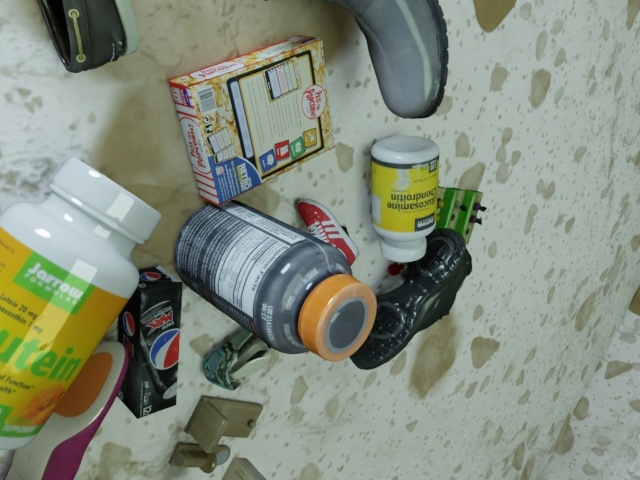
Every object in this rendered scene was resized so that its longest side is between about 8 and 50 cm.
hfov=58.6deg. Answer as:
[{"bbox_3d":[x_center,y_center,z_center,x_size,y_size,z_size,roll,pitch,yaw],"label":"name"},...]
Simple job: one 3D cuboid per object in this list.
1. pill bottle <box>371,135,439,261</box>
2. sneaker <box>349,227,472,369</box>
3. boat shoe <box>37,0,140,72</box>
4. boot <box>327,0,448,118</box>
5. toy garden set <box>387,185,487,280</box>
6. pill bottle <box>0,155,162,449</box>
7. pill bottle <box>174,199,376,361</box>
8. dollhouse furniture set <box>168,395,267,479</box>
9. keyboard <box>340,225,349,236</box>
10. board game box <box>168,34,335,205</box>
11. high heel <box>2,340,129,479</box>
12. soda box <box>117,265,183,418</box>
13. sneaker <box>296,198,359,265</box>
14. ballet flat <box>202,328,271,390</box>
[{"bbox_3d":[0.131,-0.063,0.893,0.103,0.103,0.184,-26,125,-35],"label":"pill bottle"},{"bbox_3d":[0.166,0.118,0.988,0.286,0.109,0.130,-47,140,5],"label":"sneaker"},{"bbox_3d":[-0.221,-0.251,0.464,0.068,0.081,0.228,-40,135,-30],"label":"boat shoe"},{"bbox_3d":[0.019,-0.289,0.655,0.222,0.118,0.338,-22,103,-34],"label":"boot"},{"bbox_3d":[0.218,0.005,1.054,0.244,0.049,0.204,-1,109,-45],"label":"toy garden set"},{"bbox_3d":[-0.258,0.050,0.530,0.246,0.136,0.136,-58,138,-8],"label":"pill bottle"},{"bbox_3d":[-0.052,0.046,0.654,0.130,0.245,0.130,-22,124,-37],"label":"pill bottle"},{"bbox_3d":[-0.114,0.327,0.799,0.123,0.151,0.144,27,91,-48],"label":"dollhouse furniture set"},{"bbox_3d":[0.011,0.064,0.842,0.192,0.038,0.100,-63,143,-31],"label":"keyboard"},{"bbox_3d":[-0.072,-0.149,0.691,0.193,0.045,0.147,-31,128,-32],"label":"board game box"},{"bbox_3d":[-0.287,0.230,0.649,0.244,0.082,0.117,-62,163,-19],"label":"high heel"},{"bbox_3d":[-0.203,0.120,0.676,0.053,0.060,0.169,-11,116,-43],"label":"soda box"},{"bbox_3d":[0.000,0.000,0.796,0.118,0.042,0.067,47,48,-10],"label":"sneaker"},{"bbox_3d":[-0.078,0.141,0.810,0.188,0.070,0.070,-43,134,-22],"label":"ballet flat"}]
